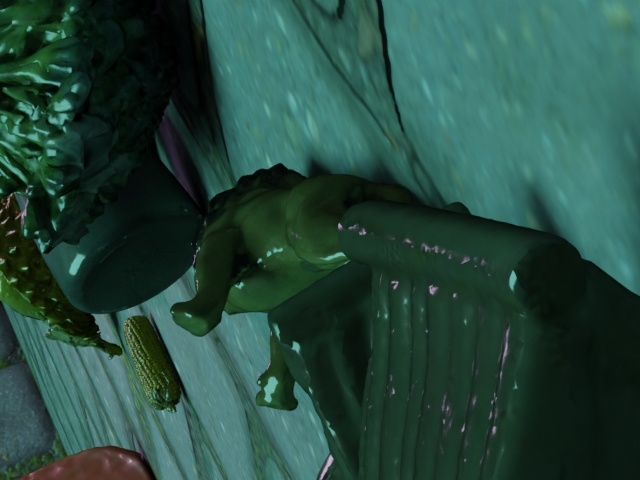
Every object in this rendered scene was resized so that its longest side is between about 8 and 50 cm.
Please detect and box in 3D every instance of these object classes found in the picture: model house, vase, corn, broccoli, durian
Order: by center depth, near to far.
[{"bbox_3d":[0.042,0.078,0.391,0.229,0.122,0.188,-162,54,-77],"label":"model house"},{"bbox_3d":[-0.202,-0.073,0.803,0.198,0.275,0.177,98,152,-54],"label":"broccoli"},{"bbox_3d":[-0.151,-0.064,0.967,0.214,0.086,0.086,54,162,24],"label":"vase"},{"bbox_3d":[-0.128,0.095,1.310,0.083,0.027,0.028,65,-173,20],"label":"corn"},{"bbox_3d":[-0.244,0.033,1.567,0.208,0.102,0.146,49,176,-19],"label":"durian"}]

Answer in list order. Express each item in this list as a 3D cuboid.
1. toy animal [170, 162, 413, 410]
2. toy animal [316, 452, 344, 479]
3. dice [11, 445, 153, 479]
[{"bbox_3d":[-0.007,0.015,0.593,0.069,0.086,0.220,32,174,-21],"label":"toy animal"},{"bbox_3d":[0.020,0.204,0.618,0.154,0.166,0.250,20,-143,-45],"label":"toy animal"},{"bbox_3d":[-0.238,0.338,1.813,0.179,0.175,0.174,85,158,-49],"label":"dice"}]
